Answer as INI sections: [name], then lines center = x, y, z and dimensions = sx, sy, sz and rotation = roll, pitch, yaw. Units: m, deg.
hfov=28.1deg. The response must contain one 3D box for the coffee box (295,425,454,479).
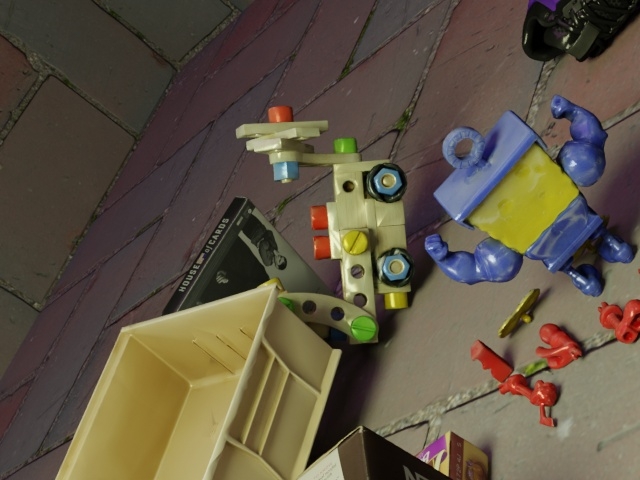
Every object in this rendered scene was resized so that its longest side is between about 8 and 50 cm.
[coffee box]
center = 0.062, 0.297, 0.873
dimensions = 0.119, 0.168, 0.297
rotation = -43, 31, 25

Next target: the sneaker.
[sneaker]
center = 0.335, -0.281, 1.504
dimensions = 0.146, 0.102, 0.293
rotation = -64, 16, -20

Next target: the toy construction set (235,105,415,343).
[toy construction set]
center = 0.000, 0.000, 1.506
dimensions = 0.151, 0.215, 0.328
rotation = -101, 6, -79

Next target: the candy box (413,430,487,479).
[candy box]
center = 0.071, 0.268, 1.168
dimensions = 0.186, 0.053, 0.109
rotation = -42, 21, 33

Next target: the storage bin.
[storage bin]
center = -0.139, 0.209, 1.383
dimensions = 0.262, 0.123, 0.260
rotation = -17, 41, 40

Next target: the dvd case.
[dvd case]
center = -0.076, 0.087, 1.580
dimensions = 0.029, 0.239, 0.179
rotation = 9, 60, 43

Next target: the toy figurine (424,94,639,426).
[toy figurine]
center = 0.215, -0.044, 1.141
dimensions = 0.362, 0.217, 0.191
rotation = -49, 18, 12
